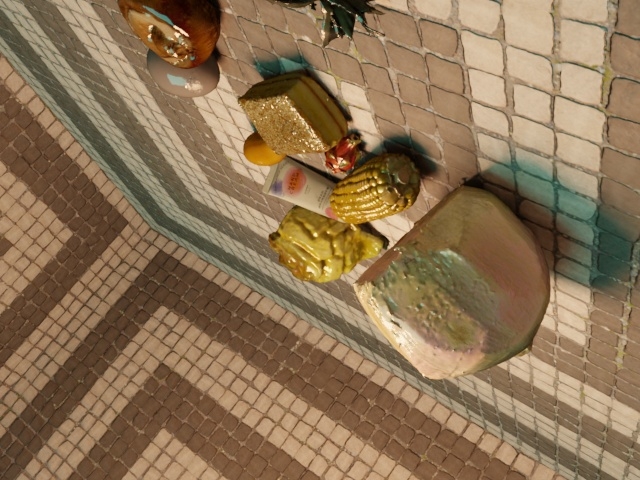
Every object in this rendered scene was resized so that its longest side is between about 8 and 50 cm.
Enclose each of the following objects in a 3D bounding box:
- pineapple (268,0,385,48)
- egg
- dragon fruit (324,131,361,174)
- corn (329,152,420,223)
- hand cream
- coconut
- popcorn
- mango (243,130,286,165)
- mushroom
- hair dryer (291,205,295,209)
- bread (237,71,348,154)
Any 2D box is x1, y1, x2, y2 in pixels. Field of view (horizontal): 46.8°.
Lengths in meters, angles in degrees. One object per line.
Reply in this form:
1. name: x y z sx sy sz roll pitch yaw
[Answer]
1. pineapple: -0.039 -0.439 1.167 0.364 0.165 0.165 40 163 -6
2. egg: -0.338 -0.429 1.826 0.199 0.146 0.146 27 161 12
3. dragon fruit: 0.055 -0.208 1.730 0.086 0.081 0.116 36 140 12
4. corn: 0.122 -0.112 1.742 0.144 0.144 0.387 40 163 -6
5. hand cream: -0.019 -0.132 2.022 0.341 0.124 0.078 26 -168 30
6. coconut: 0.302 0.113 1.559 0.405 0.404 0.404 34 163 12
7. popcorn: -0.006 0.005 2.144 0.293 0.237 0.293 35 159 15
8. mango: -0.143 -0.254 2.009 0.102 0.085 0.184 49 150 -22
9. mushroom: -0.336 -0.494 1.638 0.253 0.153 0.253 32 163 11
10. hair dryer: -0.082 -0.089 2.423 0.047 0.026 0.083 43 170 -11
11. bread: -0.061 -0.290 1.703 0.234 0.110 0.184 9 144 55
